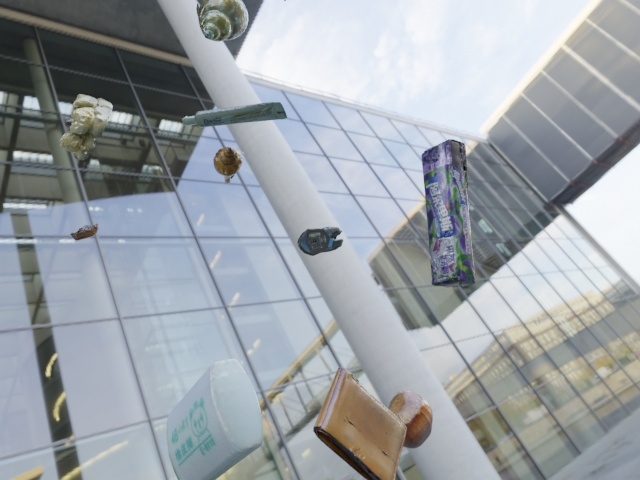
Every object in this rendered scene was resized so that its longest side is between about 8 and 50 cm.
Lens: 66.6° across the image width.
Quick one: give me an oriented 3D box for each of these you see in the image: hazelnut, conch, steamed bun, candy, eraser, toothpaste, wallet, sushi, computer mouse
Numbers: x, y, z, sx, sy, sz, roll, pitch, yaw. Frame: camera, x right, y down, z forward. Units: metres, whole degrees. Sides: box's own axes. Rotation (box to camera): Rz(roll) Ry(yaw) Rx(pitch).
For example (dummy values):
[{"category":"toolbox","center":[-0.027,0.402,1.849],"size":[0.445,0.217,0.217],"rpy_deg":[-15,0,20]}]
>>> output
[{"category":"hazelnut","center":[0.259,0.526,1.430],"size":[0.150,0.150,0.150],"rpy_deg":[-23,-31,-14]},{"category":"conch","center":[-0.325,-0.262,1.678],"size":[0.093,0.110,0.330],"rpy_deg":[18,-13,-15]},{"category":"conch","center":[-0.222,-0.505,1.108],"size":[0.116,0.173,0.106],"rpy_deg":[-3,-72,-22]},{"category":"steamed bun","center":[-0.726,-0.366,1.504],"size":[0.106,0.193,0.177],"rpy_deg":[29,-53,-30]},{"category":"candy","center":[0.269,-0.056,1.030],"size":[0.061,0.313,0.088],"rpy_deg":[8,-17,-29]},{"category":"eraser","center":[-0.234,0.402,1.045],"size":[0.104,0.189,0.290],"rpy_deg":[3,-38,-37]},{"category":"toothpaste","center":[-0.209,-0.299,1.172],"size":[0.255,0.037,0.067],"rpy_deg":[-4,-22,8]},{"category":"wallet","center":[0.081,0.372,0.963],"size":[0.042,0.195,0.161],"rpy_deg":[-43,8,35]},{"category":"sushi","center":[-0.850,-0.031,1.758],"size":[0.099,0.047,0.050],"rpy_deg":[-22,11,-21]},{"category":"computer mouse","center":[0.000,0.000,1.402],"size":[0.134,0.079,0.047],"rpy_deg":[-12,-3,3]}]
